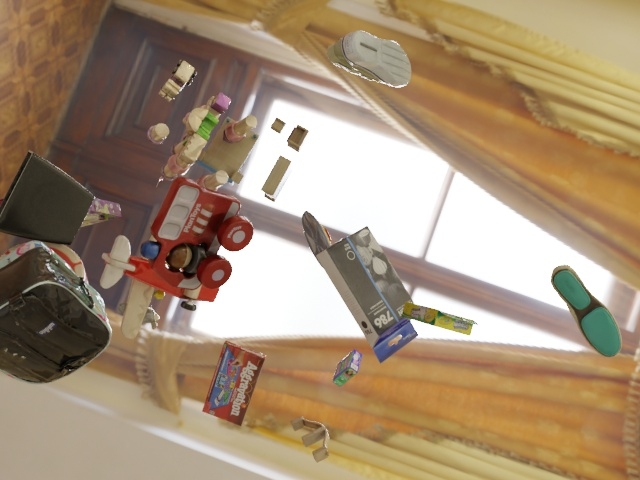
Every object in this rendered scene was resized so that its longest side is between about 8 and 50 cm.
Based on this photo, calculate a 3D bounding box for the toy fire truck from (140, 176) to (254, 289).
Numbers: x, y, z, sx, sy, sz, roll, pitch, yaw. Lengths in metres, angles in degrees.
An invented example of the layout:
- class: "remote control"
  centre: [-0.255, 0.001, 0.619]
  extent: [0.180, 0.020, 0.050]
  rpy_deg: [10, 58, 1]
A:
- class: "toy fire truck"
  centre: [-0.347, -0.011, 1.721]
  extent: [0.253, 0.169, 0.302]
  rpy_deg: [16, 110, -45]

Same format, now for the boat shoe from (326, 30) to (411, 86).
- class: "boat shoe"
  centre: [0.133, -0.470, 1.661]
  extent: [0.302, 0.094, 0.109]
  rpy_deg: [8, 83, -53]

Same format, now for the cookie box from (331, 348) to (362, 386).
- class: "cookie box"
  centre: [0.093, 0.443, 2.225]
  extent: [0.107, 0.040, 0.092]
  rpy_deg: [-49, -170, 35]

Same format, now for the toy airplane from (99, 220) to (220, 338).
- class: "toy airplane"
  centre: [-0.607, 0.117, 2.331]
  extent: [0.385, 0.385, 0.272]
  rpy_deg: [66, -10, -9]

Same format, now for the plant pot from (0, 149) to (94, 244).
- class: "plant pot"
  centre: [-0.638, -0.087, 1.495]
  extent: [0.188, 0.166, 0.188]
  rpy_deg: [19, -98, 61]

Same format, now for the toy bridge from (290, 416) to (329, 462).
- class: "toy bridge"
  centre: [-0.013, 0.469, 1.537]
  extent: [0.188, 0.063, 0.026]
  rpy_deg: [24, -47, 68]

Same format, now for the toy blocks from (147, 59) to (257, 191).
- class: "toy blocks"
  centre: [-0.411, -0.323, 1.985]
  extent: [0.260, 0.309, 0.289]
  rpy_deg: [-16, -136, 54]

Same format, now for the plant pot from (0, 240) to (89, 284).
- class: "plant pot"
  centre: [-0.679, 0.145, 1.553]
  extent: [0.243, 0.274, 0.275]
  rpy_deg: [117, -3, -48]

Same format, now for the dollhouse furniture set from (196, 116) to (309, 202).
- class: "dollhouse furniture set"
  centre: [-0.237, -0.313, 2.213]
  extent: [0.287, 0.303, 0.198]
  rpy_deg: [-61, -179, -4]

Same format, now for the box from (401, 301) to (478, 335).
- class: "box"
  centre: [0.279, 0.184, 1.500]
  extent: [0.179, 0.105, 0.043]
  rpy_deg: [-1, -108, 69]

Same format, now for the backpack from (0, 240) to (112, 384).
- class: "backpack"
  centre: [-0.524, 0.143, 1.191]
  extent: [0.225, 0.191, 0.254]
  rpy_deg: [-34, 136, -1]

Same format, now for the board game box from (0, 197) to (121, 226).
- class: "board game box"
  centre: [-0.749, -0.083, 1.816]
  extent: [0.347, 0.208, 0.056]
  rpy_deg: [19, 63, -76]

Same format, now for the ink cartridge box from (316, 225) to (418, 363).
- class: "ink cartridge box"
  centre: [0.141, 0.139, 1.691]
  extent: [0.165, 0.333, 0.065]
  rpy_deg: [-30, 178, -36]

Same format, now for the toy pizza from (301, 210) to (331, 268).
- class: "toy pizza"
  centre: [0.000, 0.000, 1.927]
  extent: [0.032, 0.201, 0.201]
  rpy_deg: [-24, 159, -16]

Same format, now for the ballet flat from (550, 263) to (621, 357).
- class: "ballet flat"
  centre: [0.633, 0.162, 1.535]
  extent: [0.086, 0.249, 0.086]
  rpy_deg: [-32, 180, 0]

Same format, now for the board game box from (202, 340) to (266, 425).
- class: "board game box"
  centre: [-0.288, 0.476, 2.126]
  extent: [0.027, 0.145, 0.282]
  rpy_deg: [-69, 179, -69]
